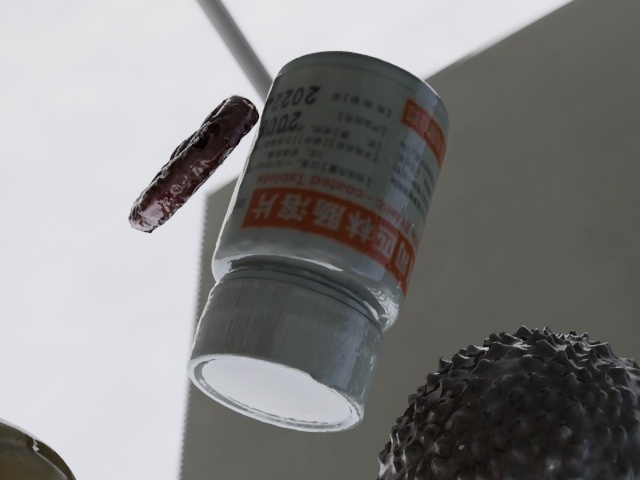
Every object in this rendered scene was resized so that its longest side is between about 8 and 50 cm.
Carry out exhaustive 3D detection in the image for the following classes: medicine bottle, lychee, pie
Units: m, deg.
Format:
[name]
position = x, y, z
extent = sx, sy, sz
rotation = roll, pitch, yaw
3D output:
[medicine bottle]
position = 0.000, 0.000, 1.695
extent = 0.211, 0.211, 0.371
rotation = -9, -125, 42
[lychee]
position = 0.181, 0.203, 1.234
extent = 0.300, 0.300, 0.300
rotation = -27, -154, 14
[pie]
position = -0.109, -0.067, 1.367
extent = 0.154, 0.036, 0.154
rotation = -46, -171, 9

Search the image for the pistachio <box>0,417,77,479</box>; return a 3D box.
[pistachio]
position = -0.247, 0.264, 1.074
extent = 0.230, 0.309, 0.230
rotation = -12, 180, 0
